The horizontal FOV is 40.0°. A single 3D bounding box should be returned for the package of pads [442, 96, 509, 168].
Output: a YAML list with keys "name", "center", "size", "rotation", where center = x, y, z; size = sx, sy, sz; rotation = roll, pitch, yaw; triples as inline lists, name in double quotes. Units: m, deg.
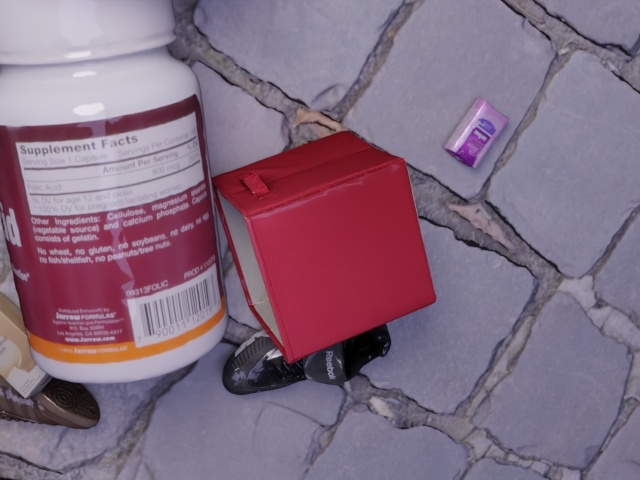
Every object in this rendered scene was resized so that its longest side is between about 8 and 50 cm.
- name: "package of pads"
  center: [0.203, -0.141, 1.153]
  size: [0.050, 0.032, 0.083]
  rotation: [32, 95, -22]

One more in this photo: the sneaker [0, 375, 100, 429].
- name: "sneaker"
  center: [-0.361, 0.187, 1.064]
  size: [0.188, 0.066, 0.071]
  rotation: [33, 112, -20]

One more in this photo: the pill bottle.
- name: "pill bottle"
  center: [-0.227, -0.069, 0.925]
  size: [0.224, 0.224, 0.392]
  rotation: [-10, 111, -15]

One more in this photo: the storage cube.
- name: "storage cube"
  center: [0.000, 0.000, 1.048]
  size: [0.193, 0.184, 0.215]
  rotation: [-21, 113, -12]

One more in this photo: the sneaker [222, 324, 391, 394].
- name: "sneaker"
  center: [-0.012, 0.149, 1.135]
  size: [0.234, 0.106, 0.078]
  rotation: [-19, 112, -12]

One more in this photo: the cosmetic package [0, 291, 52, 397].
- name: "cosmetic package"
  center: [-0.355, 0.120, 1.015]
  size: [0.115, 0.041, 0.060]
  rotation: [41, 99, 4]
